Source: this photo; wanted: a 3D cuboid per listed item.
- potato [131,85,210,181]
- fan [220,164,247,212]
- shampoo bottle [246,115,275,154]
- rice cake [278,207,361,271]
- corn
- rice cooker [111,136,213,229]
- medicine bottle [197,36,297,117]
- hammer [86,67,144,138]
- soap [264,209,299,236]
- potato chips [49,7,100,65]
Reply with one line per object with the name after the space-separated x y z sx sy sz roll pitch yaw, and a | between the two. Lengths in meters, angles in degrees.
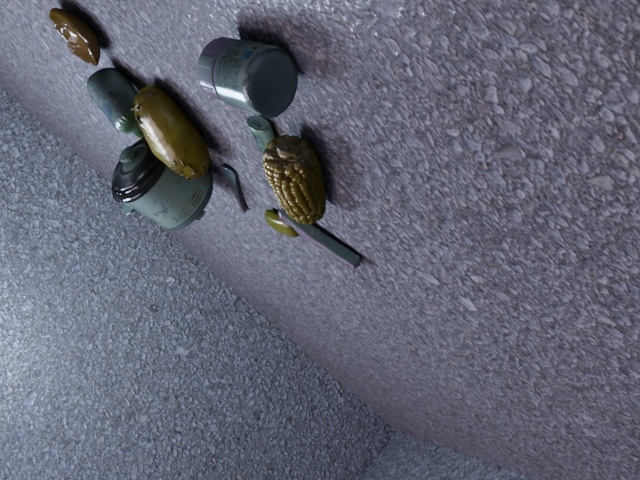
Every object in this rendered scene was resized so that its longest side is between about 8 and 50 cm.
-0.421 -0.298 2.009 0.173 0.140 0.300 23 153 52 | potato
-0.264 -0.157 2.252 0.057 0.023 0.282 24 159 18 | fan
-0.126 -0.228 1.731 0.069 0.041 0.191 25 159 24 | shampoo bottle
-0.002 -0.001 2.044 0.290 0.051 0.081 35 178 16 | rice cake
-0.055 -0.136 1.669 0.130 0.130 0.347 34 165 19 | corn
-0.503 -0.189 2.225 0.317 0.316 0.264 54 -179 -41 | rice cooker
-0.144 -0.318 1.369 0.168 0.135 0.135 23 157 41 | medicine bottle
-0.581 -0.387 2.170 0.206 0.119 0.335 53 176 11 | hammer
-0.117 -0.051 2.170 0.140 0.045 0.089 23 162 44 | soap
-0.668 -0.569 1.973 0.195 0.062 0.208 44 165 6 | potato chips
